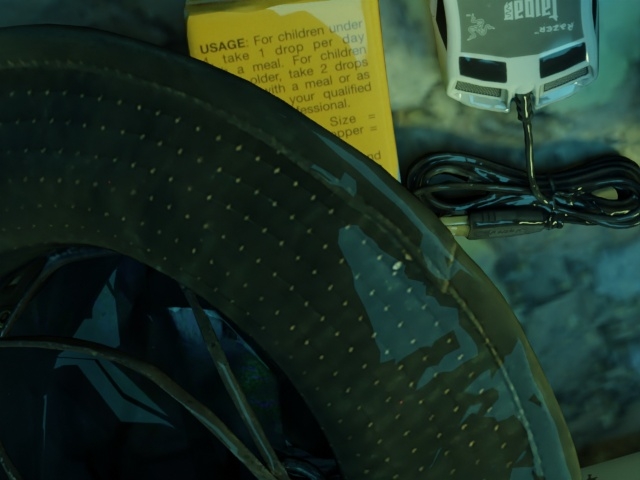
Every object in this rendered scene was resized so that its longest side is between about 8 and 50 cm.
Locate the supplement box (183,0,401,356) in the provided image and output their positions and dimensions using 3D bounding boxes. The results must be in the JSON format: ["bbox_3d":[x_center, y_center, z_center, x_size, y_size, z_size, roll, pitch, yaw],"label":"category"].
[{"bbox_3d":[0.000,0.000,0.528,0.080,0.078,0.233,-10,114,2],"label":"supplement box"}]

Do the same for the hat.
[{"bbox_3d":[-0.062,0.067,0.456,0.331,0.134,0.331,7,116,15],"label":"hat"}]

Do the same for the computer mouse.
[{"bbox_3d":[0.082,-0.089,0.513,0.106,0.042,0.193,-4,119,5],"label":"computer mouse"}]

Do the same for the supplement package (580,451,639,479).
[{"bbox_3d":[0.230,0.244,0.558,0.177,0.175,0.293,-15,106,-5],"label":"supplement package"}]
